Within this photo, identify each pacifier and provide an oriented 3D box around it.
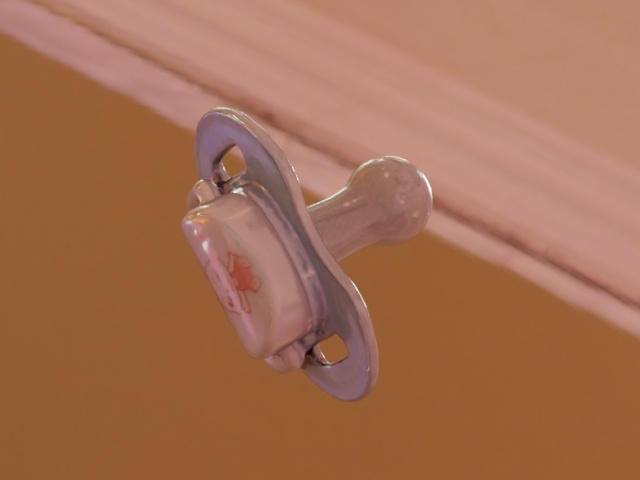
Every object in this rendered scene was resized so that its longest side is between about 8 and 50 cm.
[{"bbox_3d":[0.000,0.000,1.375,0.226,0.238,0.287,-25,-96,-20],"label":"pacifier"}]
